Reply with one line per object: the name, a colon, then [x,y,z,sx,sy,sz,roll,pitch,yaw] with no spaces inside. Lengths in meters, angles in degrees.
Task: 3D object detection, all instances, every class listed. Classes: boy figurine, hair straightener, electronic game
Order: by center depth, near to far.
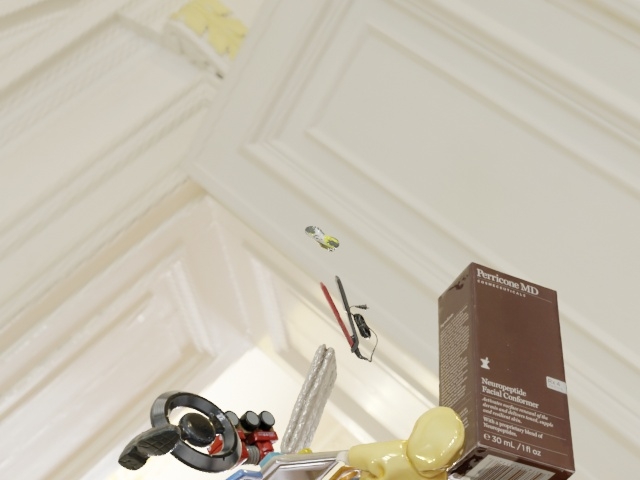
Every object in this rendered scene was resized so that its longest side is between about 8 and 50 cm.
boy figurine: [0.111,0.346,1.448,0.285,0.177,0.092,-55,10,34]
electronic game: [-0.274,0.421,2.167,0.048,0.229,0.229,-52,-24,23]
hair straightener: [0.083,0.188,2.384,0.089,0.230,0.047,-26,-1,-8]

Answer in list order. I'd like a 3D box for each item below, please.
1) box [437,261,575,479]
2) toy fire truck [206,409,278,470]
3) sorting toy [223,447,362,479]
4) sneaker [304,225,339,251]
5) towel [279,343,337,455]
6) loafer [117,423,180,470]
box: [0.319,0.243,1.720,0.143,0.191,0.381,124,158,-44]
toy fire truck: [-0.213,0.630,2.794,0.217,0.246,0.158,11,-46,-46]
sorting toy: [-0.066,0.389,1.599,0.348,0.047,0.196,10,-47,-49]
sneaker: [0.000,0.000,2.142,0.031,0.083,0.035,-54,-7,-35]
towel: [-0.028,0.389,2.267,0.187,0.049,0.282,82,-152,-61]
loafer: [-0.328,0.385,1.891,0.170,0.062,0.061,-31,30,32]
